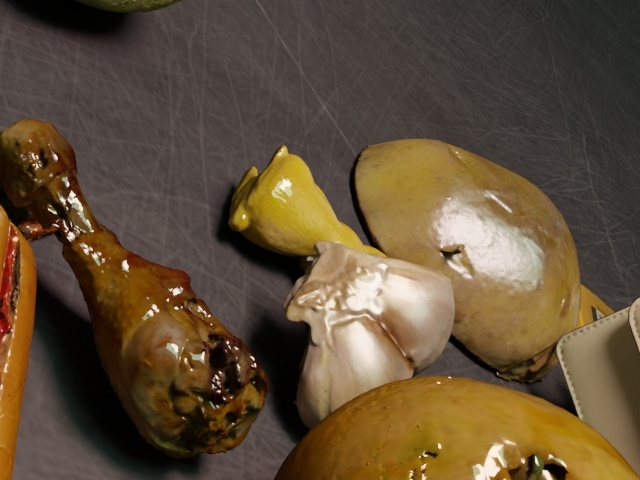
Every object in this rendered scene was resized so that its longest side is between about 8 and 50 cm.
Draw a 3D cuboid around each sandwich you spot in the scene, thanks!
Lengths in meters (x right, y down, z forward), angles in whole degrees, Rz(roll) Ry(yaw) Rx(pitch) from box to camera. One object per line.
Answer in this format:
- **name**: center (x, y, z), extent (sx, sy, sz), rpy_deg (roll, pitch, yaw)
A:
- **sandwich**: center (-0.195, -0.037, 0.929), extent (0.069, 0.026, 0.101), rpy_deg (50, 27, -2)

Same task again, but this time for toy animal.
- **toy animal**: center (-0.002, 0.003, 1.127), extent (0.159, 0.070, 0.083), rpy_deg (39, 48, -21)

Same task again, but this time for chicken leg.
- **chicken leg**: center (-0.126, 0.033, 0.874), extent (0.251, 0.087, 0.107), rpy_deg (54, -9, -4)

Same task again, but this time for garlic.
- **garlic**: center (0.031, 0.076, 1.052), extent (0.124, 0.099, 0.174), rpy_deg (24, 59, 5)

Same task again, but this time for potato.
- **potato**: center (0.167, 0.003, 1.346), extent (0.299, 0.116, 0.239), rpy_deg (43, 34, -14)

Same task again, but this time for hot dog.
- **hot dog**: center (-0.200, 0.067, 0.763), extent (0.092, 0.062, 0.235), rpy_deg (35, 33, -36)

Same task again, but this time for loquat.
- **loquat**: center (0.082, 0.212, 0.848), extent (0.263, 0.263, 0.263), rpy_deg (37, 32, -27)

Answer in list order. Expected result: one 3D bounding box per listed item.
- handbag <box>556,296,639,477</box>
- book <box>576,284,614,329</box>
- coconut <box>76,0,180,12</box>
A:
- **handbag**: center (0.386, 0.214, 1.238), extent (0.160, 0.237, 0.358), rpy_deg (15, 54, -52)
- **book**: center (0.353, 0.196, 1.488), extent (0.208, 0.020, 0.295), rpy_deg (39, 31, -24)
- **coconut**: center (-0.166, -0.302, 1.100), extent (0.236, 0.236, 0.204), rpy_deg (61, -5, 16)
